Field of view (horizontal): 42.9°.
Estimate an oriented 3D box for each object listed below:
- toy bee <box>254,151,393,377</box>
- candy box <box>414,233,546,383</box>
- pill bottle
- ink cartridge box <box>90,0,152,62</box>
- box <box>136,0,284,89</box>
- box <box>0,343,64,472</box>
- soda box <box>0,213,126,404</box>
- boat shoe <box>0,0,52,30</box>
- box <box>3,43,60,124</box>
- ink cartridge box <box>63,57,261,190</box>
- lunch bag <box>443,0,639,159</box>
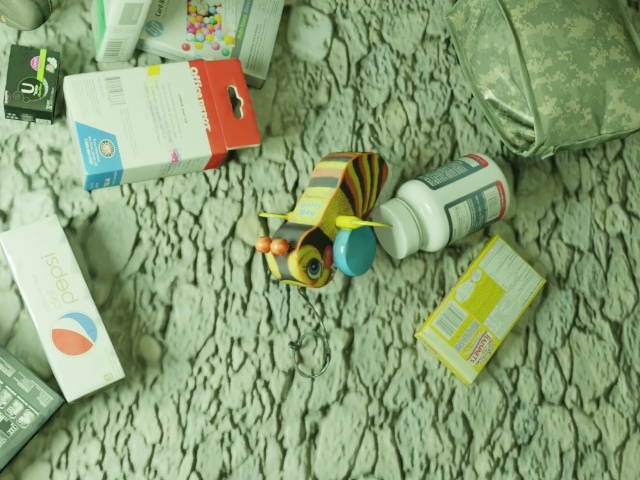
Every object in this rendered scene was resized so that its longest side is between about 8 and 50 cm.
[{"bbox_3d":[0.000,0.000,1.036,0.162,0.195,0.299,35,47,-48],"label":"toy bee"},{"bbox_3d":[0.234,0.097,1.181,0.105,0.027,0.206,45,68,-6],"label":"candy box"},{"bbox_3d":[0.168,-0.046,1.153,0.180,0.108,0.108,-24,85,-22],"label":"pill bottle"},{"bbox_3d":[-0.268,-0.371,1.052,0.056,0.181,0.225,-7,79,-24],"label":"ink cartridge box"},{"bbox_3d":[-0.153,-0.311,1.152,0.186,0.038,0.145,16,71,-13],"label":"box"},{"bbox_3d":[-0.439,0.177,0.918,0.232,0.059,0.183,42,67,-5],"label":"box"},{"bbox_3d":[-0.311,0.084,0.980,0.073,0.069,0.216,-23,85,-22],"label":"soda box"},{"bbox_3d":[-0.449,-0.431,1.035,0.130,0.132,0.355,-40,92,-23],"label":"boat shoe"},{"bbox_3d":[-0.369,-0.199,1.043,0.062,0.052,0.083,6,76,-17],"label":"box"},{"bbox_3d":[-0.208,-0.156,1.071,0.230,0.078,0.134,-11,81,-21],"label":"ink cartridge box"},{"bbox_3d":[0.356,-0.265,1.241,0.235,0.169,0.287,-13,76,-21],"label":"lunch bag"}]
